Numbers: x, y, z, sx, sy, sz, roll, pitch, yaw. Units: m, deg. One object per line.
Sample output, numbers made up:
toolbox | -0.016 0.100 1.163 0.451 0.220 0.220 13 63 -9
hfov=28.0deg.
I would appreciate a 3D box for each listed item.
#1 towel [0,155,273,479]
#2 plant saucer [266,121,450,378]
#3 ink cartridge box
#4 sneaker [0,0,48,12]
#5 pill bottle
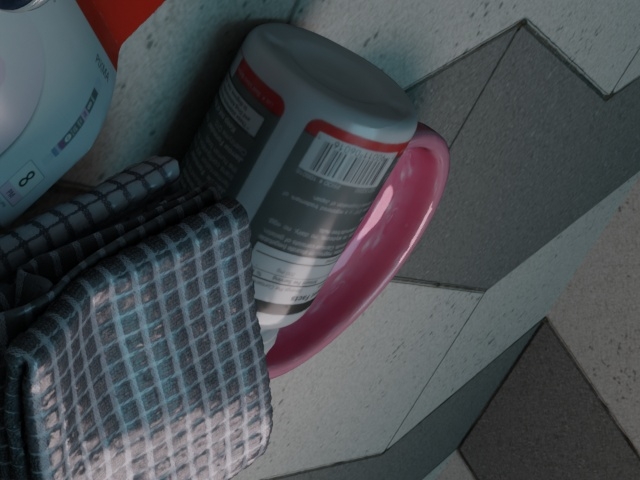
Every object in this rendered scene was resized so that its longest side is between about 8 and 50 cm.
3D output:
towel | -0.151 0.106 0.951 0.235 0.121 0.283 -31 135 -34
plant saucer | 0.000 0.000 1.363 0.332 0.084 0.332 -42 159 -20
ink cartridge box | -0.171 -0.134 0.834 0.232 0.066 0.189 -42 158 -9
sneaker | -0.175 -0.211 0.624 0.163 0.086 0.226 -36 148 -59
pill bottle | -0.051 -0.028 1.103 0.161 0.161 0.283 -13 139 -57
